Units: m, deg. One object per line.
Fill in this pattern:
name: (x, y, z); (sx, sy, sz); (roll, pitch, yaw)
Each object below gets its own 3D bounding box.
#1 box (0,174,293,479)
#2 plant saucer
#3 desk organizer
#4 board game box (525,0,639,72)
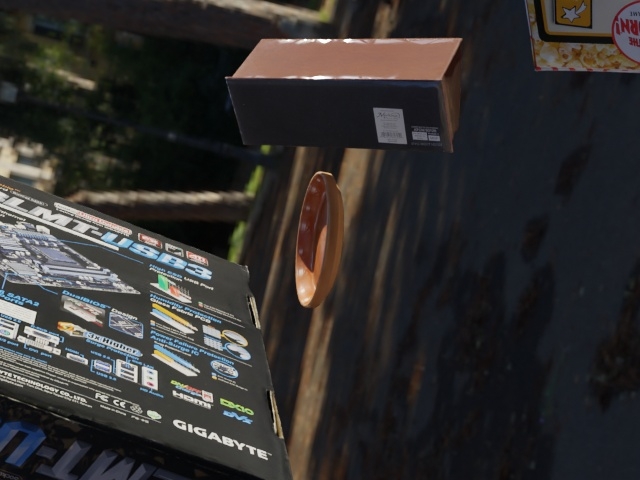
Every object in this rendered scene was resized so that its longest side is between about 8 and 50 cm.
box: (-0.172, 0.046, 0.637); (0.073, 0.295, 0.293); (-64, 17, 14)
plant saucer: (0.000, 0.000, 0.682); (0.083, 0.013, 0.084); (-173, 90, -78)
desk organizer: (0.017, -0.086, 0.642); (0.050, 0.130, 0.047); (-61, -33, -45)
board game box: (0.176, -0.181, 0.594); (0.045, 0.146, 0.193); (-52, -41, -40)
